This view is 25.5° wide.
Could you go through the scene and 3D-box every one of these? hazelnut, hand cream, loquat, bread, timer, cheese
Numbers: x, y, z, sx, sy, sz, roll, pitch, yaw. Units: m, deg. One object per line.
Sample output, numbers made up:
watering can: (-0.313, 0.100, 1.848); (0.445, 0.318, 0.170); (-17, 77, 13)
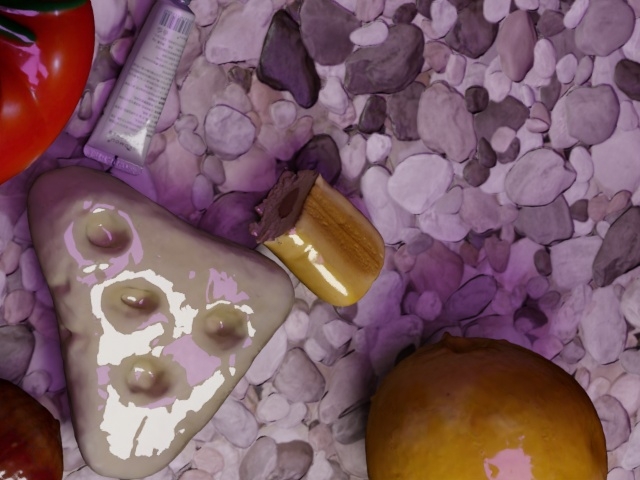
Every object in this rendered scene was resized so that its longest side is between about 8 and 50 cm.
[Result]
hazelnut: (-0.390, 0.265, 1.670); (0.170, 0.160, 0.201); (-2, 139, -12)
hand cream: (-0.208, -0.196, 1.710); (0.080, 0.050, 0.234); (21, 96, -27)
loquat: (0.212, 0.281, 1.848); (0.329, 0.328, 0.328); (-5, 103, -24)
bread: (-0.001, 0.001, 1.812); (0.173, 0.085, 0.134); (47, 46, -25)
timer: (-0.425, -0.218, 1.441); (0.378, 0.279, 0.378); (15, 68, -42)
cheese: (-0.243, 0.111, 1.707); (0.351, 0.129, 0.328); (28, 90, -25)
